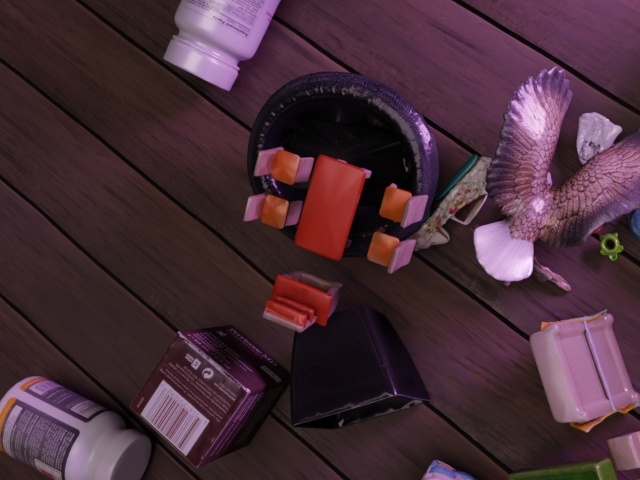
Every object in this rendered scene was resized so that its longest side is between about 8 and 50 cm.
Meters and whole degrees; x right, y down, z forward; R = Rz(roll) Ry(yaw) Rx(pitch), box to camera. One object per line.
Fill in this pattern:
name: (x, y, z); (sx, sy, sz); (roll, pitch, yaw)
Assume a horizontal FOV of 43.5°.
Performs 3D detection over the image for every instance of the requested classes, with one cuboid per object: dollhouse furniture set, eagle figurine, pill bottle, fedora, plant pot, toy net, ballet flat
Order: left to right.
pill bottle: (-0.476, 0.381, 1.540); (0.278, 0.162, 0.162); (20, 95, 20)
pill bottle: (-0.166, -0.428, 1.458); (0.160, 0.160, 0.283); (30, 98, 18)
dollhouse furniture set: (0.000, 0.000, 1.249); (0.262, 0.135, 0.259); (20, 107, 18)
fedora: (0.049, -0.131, 1.363); (0.334, 0.152, 0.334); (4, 101, 22)
plant pot: (0.052, 0.212, 1.353); (0.187, 0.188, 0.167); (-21, 70, 18)
ballet flat: (0.209, -0.042, 1.354); (0.077, 0.091, 0.241); (43, 108, -9)
eagle figurine: (0.352, -0.084, 1.230); (0.298, 0.226, 0.225); (-60, 35, 35)
dollhouse furniture set: (0.385, 0.275, 1.236); (0.151, 0.198, 0.301); (-27, 72, 43)
toy net: (0.463, -0.092, 1.284); (0.122, 0.045, 0.232); (-31, 75, 37)

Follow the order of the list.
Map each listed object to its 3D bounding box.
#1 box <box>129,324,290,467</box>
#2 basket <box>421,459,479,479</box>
box: (-0.187, 0.267, 1.418); (0.168, 0.203, 0.167); (36, 100, 17)
basket: (0.203, 0.509, 1.226); (0.255, 0.289, 0.201); (22, 130, 19)
